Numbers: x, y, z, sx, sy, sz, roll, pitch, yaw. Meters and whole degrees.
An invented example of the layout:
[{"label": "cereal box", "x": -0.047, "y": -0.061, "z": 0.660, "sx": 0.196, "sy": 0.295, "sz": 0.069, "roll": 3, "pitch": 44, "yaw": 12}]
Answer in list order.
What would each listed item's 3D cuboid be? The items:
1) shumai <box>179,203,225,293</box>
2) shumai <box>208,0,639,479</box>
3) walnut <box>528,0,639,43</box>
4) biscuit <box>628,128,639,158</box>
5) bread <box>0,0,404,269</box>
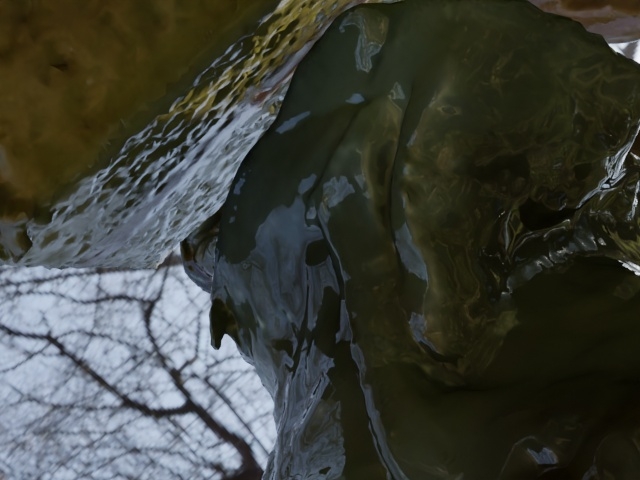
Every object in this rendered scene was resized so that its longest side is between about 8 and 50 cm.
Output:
[{"label": "shumai", "x": 0.000, "y": 0.000, "z": 1.205, "sx": 0.272, "sy": 0.203, "sz": 0.222, "roll": -28, "pitch": -58, "yaw": -40}, {"label": "shumai", "x": 0.041, "y": 0.087, "z": 0.430, "sx": 0.288, "sy": 0.330, "sz": 0.292, "roll": 45, "pitch": -168, "yaw": 3}, {"label": "walnut", "x": 0.341, "y": -0.401, "z": 1.293, "sx": 0.383, "sy": 0.383, "sz": 0.383, "roll": 21, "pitch": -133, "yaw": -25}, {"label": "biscuit", "x": 0.213, "y": 0.018, "z": 0.963, "sx": 0.259, "sy": 0.259, "sz": 0.079, "roll": 37, "pitch": -169, "yaw": -9}, {"label": "bread", "x": 0.048, "y": -0.138, "z": 0.451, "sx": 0.233, "sy": 0.361, "sz": 0.245, "roll": 7, "pitch": -107, "yaw": -81}]
